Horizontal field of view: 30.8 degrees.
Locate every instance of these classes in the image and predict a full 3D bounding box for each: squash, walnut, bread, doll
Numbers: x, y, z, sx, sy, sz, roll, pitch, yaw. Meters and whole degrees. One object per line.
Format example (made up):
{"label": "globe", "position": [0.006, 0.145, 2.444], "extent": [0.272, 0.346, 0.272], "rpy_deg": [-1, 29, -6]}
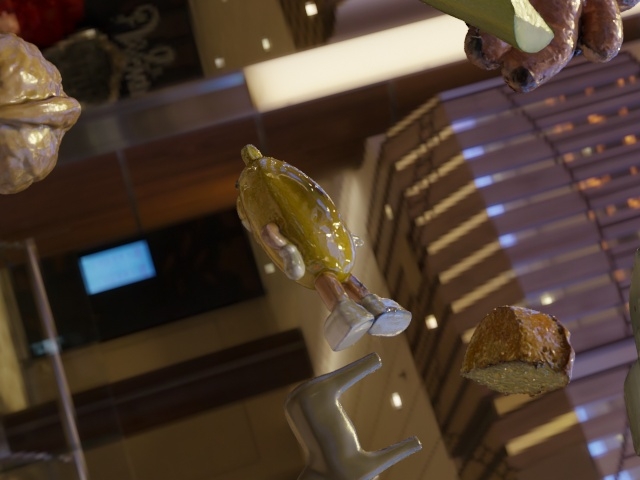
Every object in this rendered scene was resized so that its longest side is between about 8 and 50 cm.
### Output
{"label": "squash", "position": [0.117, -0.237, 1.015], "extent": [0.200, 0.090, 0.075], "rpy_deg": [34, -70, 33]}
{"label": "walnut", "position": [-0.452, -0.174, 1.590], "extent": [0.257, 0.257, 0.225], "rpy_deg": [-150, -126, -77]}
{"label": "bread", "position": [0.341, 0.184, 1.995], "extent": [0.229, 0.143, 0.140], "rpy_deg": [-27, -130, 63]}
{"label": "doll", "position": [0.006, 0.023, 2.199], "extent": [0.348, 0.161, 0.423], "rpy_deg": [30, 27, -40]}
{"label": "doll", "position": [0.278, -0.286, 1.427], "extent": [0.201, 0.303, 0.156], "rpy_deg": [41, -22, 2]}

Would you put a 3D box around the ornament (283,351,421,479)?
{"label": "ornament", "position": [0.024, 0.312, 1.696], "extent": [0.230, 0.245, 0.061], "rpy_deg": [63, -24, 9]}

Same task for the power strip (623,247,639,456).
{"label": "power strip", "position": [0.408, 0.149, 1.238], "extent": [0.261, 0.141, 0.229], "rpy_deg": [69, 16, -61]}

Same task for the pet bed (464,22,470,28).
{"label": "pet bed", "position": [0.345, -0.428, 2.108], "extent": [0.053, 0.201, 0.201], "rpy_deg": [173, -99, -70]}
